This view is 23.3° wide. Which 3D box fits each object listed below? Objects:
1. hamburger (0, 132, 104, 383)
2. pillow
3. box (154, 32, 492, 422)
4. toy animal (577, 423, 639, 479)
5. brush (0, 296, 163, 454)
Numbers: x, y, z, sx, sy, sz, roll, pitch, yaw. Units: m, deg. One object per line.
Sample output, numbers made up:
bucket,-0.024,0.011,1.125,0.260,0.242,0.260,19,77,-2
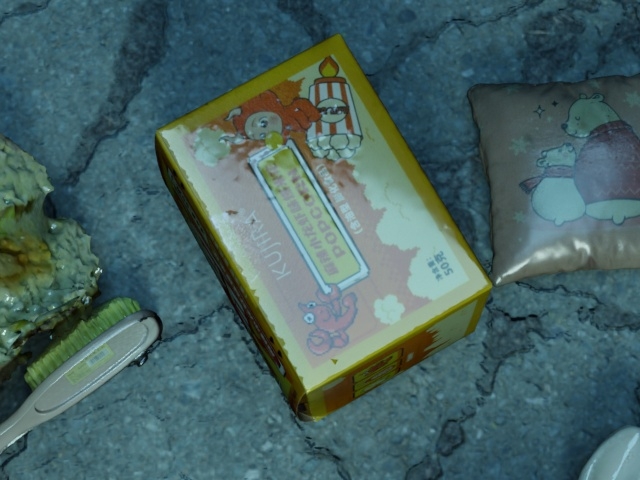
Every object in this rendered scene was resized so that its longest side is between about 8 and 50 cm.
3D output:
hamburger,-0.446,0.066,1.454,0.287,0.445,0.268,-24,102,33
pillow,0.276,-0.065,1.601,0.236,0.084,0.223,-3,78,3
box,0.000,0.000,1.500,0.213,0.259,0.284,-31,78,-4
toy animal,0.376,0.230,1.492,0.357,0.194,0.258,-36,89,1
brush,-0.298,0.161,1.573,0.313,0.072,0.067,-39,57,-5
